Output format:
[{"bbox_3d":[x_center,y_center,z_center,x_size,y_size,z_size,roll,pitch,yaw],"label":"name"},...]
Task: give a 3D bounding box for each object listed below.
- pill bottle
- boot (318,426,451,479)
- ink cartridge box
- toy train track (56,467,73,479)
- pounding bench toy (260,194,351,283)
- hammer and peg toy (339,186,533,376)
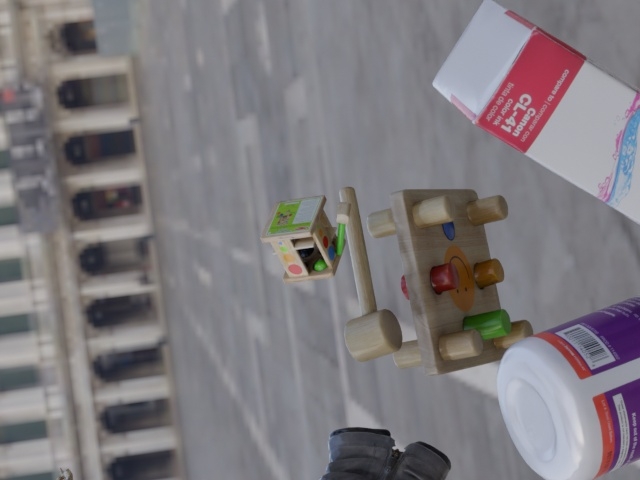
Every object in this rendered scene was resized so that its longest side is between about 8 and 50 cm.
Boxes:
[{"bbox_3d":[0.384,0.158,1.958,0.181,0.323,0.181,49,149,44],"label":"pill bottle"},{"bbox_3d":[0.003,0.357,2.284,0.118,0.338,0.222,110,173,-51],"label":"boot"},{"bbox_3d":[0.300,-0.131,1.860,0.131,0.306,0.226,-56,15,8],"label":"ink cartridge box"},{"bbox_3d":[-0.283,0.287,1.850,0.048,0.014,0.083,45,147,34],"label":"toy train track"},{"bbox_3d":[0.000,0.000,1.521,0.065,0.083,0.052,62,-148,-34],"label":"pounding bench toy"},{"bbox_3d":[0.157,0.048,2.244,0.361,0.127,0.265,-1,-100,-61],"label":"hammer and peg toy"}]
